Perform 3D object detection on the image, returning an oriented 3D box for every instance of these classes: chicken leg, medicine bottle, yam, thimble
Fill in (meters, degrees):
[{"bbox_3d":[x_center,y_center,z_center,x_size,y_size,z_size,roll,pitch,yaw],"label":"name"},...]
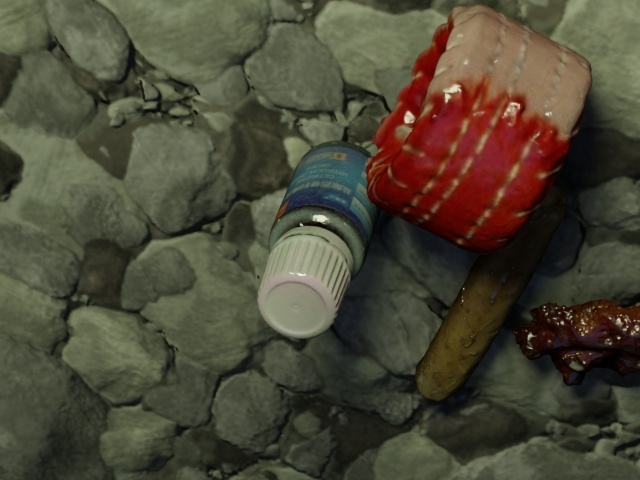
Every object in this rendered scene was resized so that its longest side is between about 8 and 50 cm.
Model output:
[{"bbox_3d":[0.274,0.093,1.728,0.219,0.048,0.089,5,126,10],"label":"chicken leg"},{"bbox_3d":[0.000,0.000,1.638,0.083,0.203,0.083,6,125,8],"label":"medicine bottle"},{"bbox_3d":[0.145,0.045,1.723,0.056,0.057,0.241,26,126,-4],"label":"yam"},{"bbox_3d":[0.123,-0.087,1.578,0.125,0.163,0.189,25,131,-7],"label":"thimble"}]
